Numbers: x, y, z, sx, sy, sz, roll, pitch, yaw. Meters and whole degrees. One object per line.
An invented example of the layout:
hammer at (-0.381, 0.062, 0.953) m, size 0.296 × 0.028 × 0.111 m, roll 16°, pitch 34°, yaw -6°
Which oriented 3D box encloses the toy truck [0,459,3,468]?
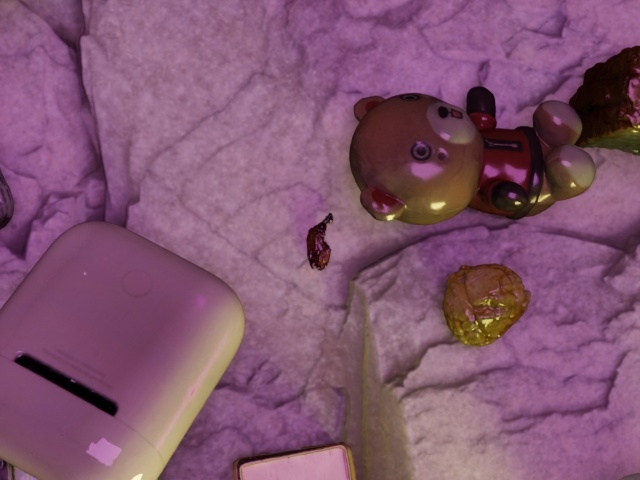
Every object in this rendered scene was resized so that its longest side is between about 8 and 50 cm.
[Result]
toy truck at (-0.473, 0.363, 1.799) m, size 0.135 × 0.128 × 0.260 m, roll 26°, pitch 61°, yaw -28°

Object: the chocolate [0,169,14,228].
chocolate at (-0.459, -0.091, 1.896) m, size 0.072 × 0.072 × 0.167 m, roll -18°, pitch 88°, yaw -10°

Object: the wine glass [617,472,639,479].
wine glass at (0.486, 0.383, 1.895) m, size 0.323 × 0.238 × 0.238 m, roll -41°, pitch 90°, yaw -19°

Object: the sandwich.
sandwich at (0.528, -0.167, 1.946) m, size 0.325 × 0.262 × 0.131 m, roll 10°, pitch 87°, yaw -6°

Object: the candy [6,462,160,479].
candy at (-0.307, 0.304, 1.855) m, size 0.194 × 0.097 × 0.062 m, roll -3°, pitch 82°, yaw -8°

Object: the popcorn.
popcorn at (0.223, 0.085, 1.958) m, size 0.106 × 0.116 × 0.121 m, roll 40°, pitch 123°, yaw 27°

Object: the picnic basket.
picnic basket at (-0.033, 0.337, 1.898) m, size 0.164 × 0.079 × 0.115 m, roll -7°, pitch 86°, yaw -8°

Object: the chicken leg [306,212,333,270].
chicken leg at (-0.002, 0.001, 1.974) m, size 0.036 × 0.021 × 0.083 m, roll 4°, pitch 78°, yaw 2°

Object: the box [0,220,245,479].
box at (-0.279, 0.150, 1.806) m, size 0.288 × 0.141 × 0.349 m, roll 28°, pitch 59°, yaw 8°

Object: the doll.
doll at (0.201, -0.109, 1.949) m, size 0.329 × 0.174 × 0.235 m, roll 5°, pitch 52°, yaw -10°
